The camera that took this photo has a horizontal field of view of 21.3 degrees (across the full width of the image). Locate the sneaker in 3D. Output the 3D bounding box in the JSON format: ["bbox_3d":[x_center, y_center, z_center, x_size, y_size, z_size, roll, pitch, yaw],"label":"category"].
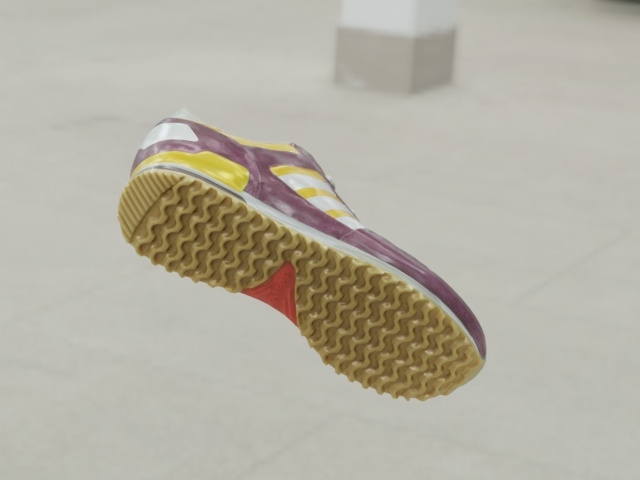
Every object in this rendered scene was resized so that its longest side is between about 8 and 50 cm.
[{"bbox_3d":[0.000,0.000,0.784,0.185,0.069,0.084,32,36,-12],"label":"sneaker"}]
